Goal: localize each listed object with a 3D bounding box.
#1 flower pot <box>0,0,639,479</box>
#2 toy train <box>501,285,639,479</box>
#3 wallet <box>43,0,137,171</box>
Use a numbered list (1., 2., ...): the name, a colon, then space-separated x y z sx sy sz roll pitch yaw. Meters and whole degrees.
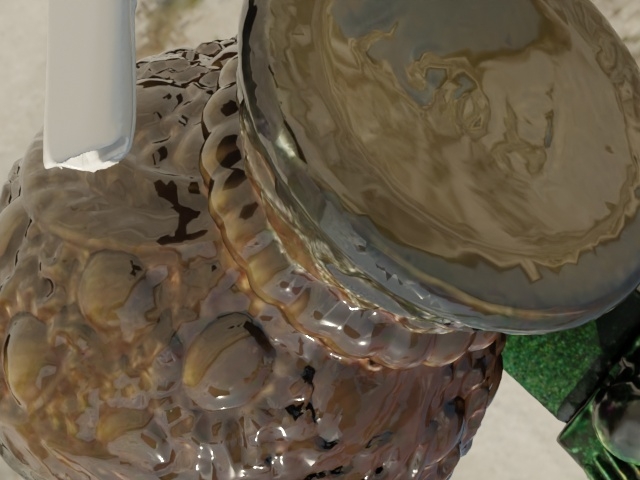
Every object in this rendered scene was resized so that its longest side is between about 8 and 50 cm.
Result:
1. flower pot: 0.000 0.000 0.612 0.266 0.266 0.267 -33 175 -40
2. toy train: 0.223 0.029 0.786 0.330 0.178 0.138 -22 148 -50
3. wallet: -0.083 -0.089 0.492 0.025 0.122 0.061 2 173 -26
